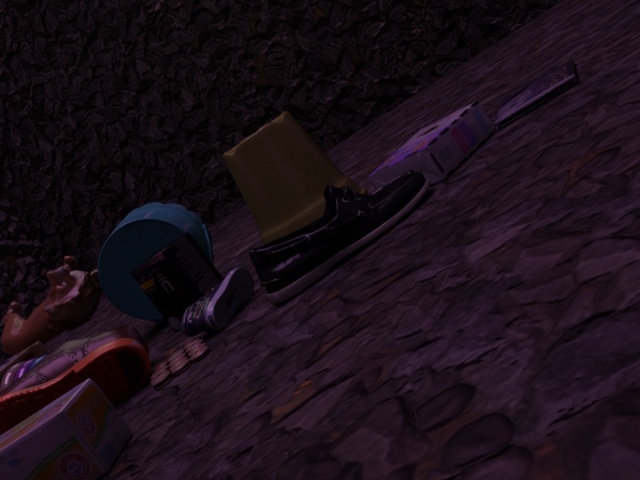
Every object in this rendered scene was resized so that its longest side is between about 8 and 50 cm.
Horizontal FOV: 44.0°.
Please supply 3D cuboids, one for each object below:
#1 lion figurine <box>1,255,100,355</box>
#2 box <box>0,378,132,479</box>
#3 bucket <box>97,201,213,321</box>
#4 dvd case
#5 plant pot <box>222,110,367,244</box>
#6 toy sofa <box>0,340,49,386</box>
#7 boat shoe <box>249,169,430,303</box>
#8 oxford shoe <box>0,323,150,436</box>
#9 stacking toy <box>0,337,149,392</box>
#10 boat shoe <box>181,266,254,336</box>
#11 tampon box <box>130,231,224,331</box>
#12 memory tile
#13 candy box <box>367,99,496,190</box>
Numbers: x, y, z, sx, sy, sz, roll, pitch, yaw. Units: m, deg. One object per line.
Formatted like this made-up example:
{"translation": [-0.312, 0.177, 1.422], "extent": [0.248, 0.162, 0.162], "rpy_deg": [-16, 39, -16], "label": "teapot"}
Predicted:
{"translation": [-0.631, 0.178, 1.824], "extent": [0.392, 0.142, 0.240], "rpy_deg": [-44, 23, 26], "label": "lion figurine"}
{"translation": [-0.378, 0.297, 1.078], "extent": [0.203, 0.103, 0.114], "rpy_deg": [-33, 9, 9], "label": "box"}
{"translation": [-0.389, 0.053, 1.878], "extent": [0.281, 0.281, 0.183], "rpy_deg": [-34, 10, 3], "label": "bucket"}
{"translation": [0.417, -0.286, 1.532], "extent": [0.164, 0.018, 0.221], "rpy_deg": [-30, 10, 24], "label": "dvd case"}
{"translation": [-0.076, -0.138, 1.773], "extent": [0.276, 0.254, 0.276], "rpy_deg": [-33, 9, 6], "label": "plant pot"}
{"translation": [-0.702, 0.380, 1.655], "extent": [0.177, 0.150, 0.362], "rpy_deg": [-29, 11, 29], "label": "toy sofa"}
{"translation": [0.028, -0.036, 1.323], "extent": [0.340, 0.113, 0.127], "rpy_deg": [-35, 9, -5], "label": "boat shoe"}
{"translation": [-0.473, 0.269, 1.407], "extent": [0.363, 0.130, 0.133], "rpy_deg": [-26, 29, -7], "label": "oxford shoe"}
{"translation": [-0.474, 0.258, 1.566], "extent": [0.330, 0.141, 0.141], "rpy_deg": [-26, 12, 25], "label": "stacking toy"}
{"translation": [-0.191, 0.111, 1.467], "extent": [0.083, 0.065, 0.183], "rpy_deg": [-19, 17, 26], "label": "boat shoe"}
{"translation": [-0.291, 0.088, 1.660], "extent": [0.120, 0.161, 0.101], "rpy_deg": [-29, 11, 37], "label": "tampon box"}
{"translation": [-0.242, 0.207, 1.350], "extent": [0.113, 0.012, 0.148], "rpy_deg": [-36, 10, -11], "label": "memory tile"}
{"translation": [0.209, -0.165, 1.482], "extent": [0.196, 0.070, 0.164], "rpy_deg": [-42, 12, -37], "label": "candy box"}
